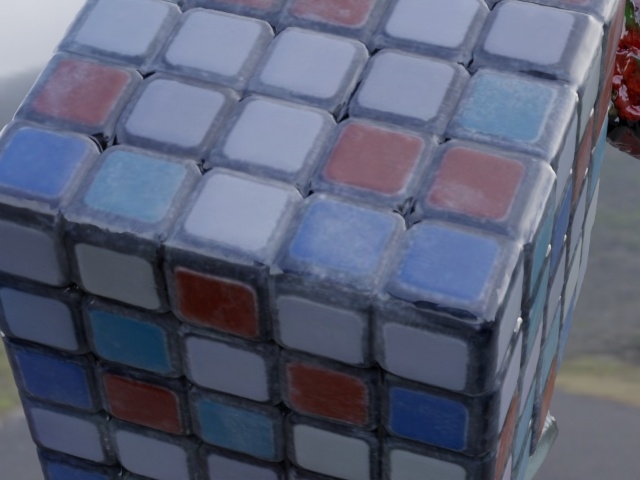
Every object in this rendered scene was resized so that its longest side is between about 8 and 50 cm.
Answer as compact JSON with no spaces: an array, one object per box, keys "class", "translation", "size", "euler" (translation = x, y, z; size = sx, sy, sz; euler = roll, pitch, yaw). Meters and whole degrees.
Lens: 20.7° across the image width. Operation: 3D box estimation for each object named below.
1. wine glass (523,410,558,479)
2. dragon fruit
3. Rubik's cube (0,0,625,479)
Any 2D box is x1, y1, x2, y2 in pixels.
[{"class":"wine glass","translation":[0.120,0.204,1.385],"size":[0.066,0.066,0.198],"euler":[-2,37,47]},{"class":"dragon fruit","translation":[0.302,-0.160,1.516],"size":[0.182,0.188,0.182],"euler":[35,18,-13]},{"class":"Rubik's cube","translation":[0.000,0.000,1.024],"size":[0.293,0.292,0.287],"euler":[14,-38,15]}]
